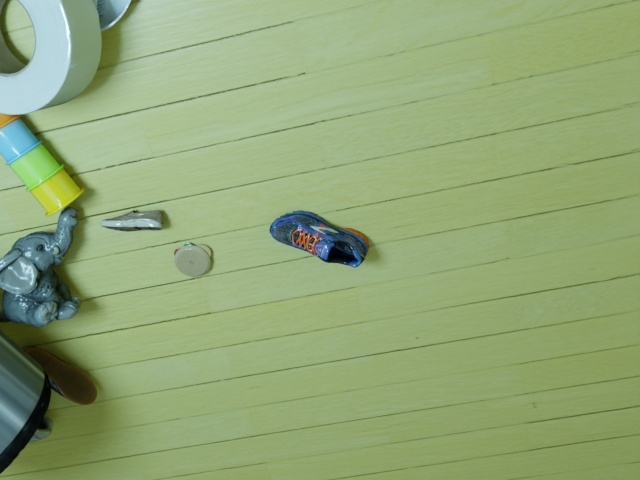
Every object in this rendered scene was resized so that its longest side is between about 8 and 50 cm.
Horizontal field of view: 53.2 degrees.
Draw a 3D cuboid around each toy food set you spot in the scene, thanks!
[{"bbox_3d":[-0.286,0.043,1.426,0.083,0.020,0.083,6,118,-2],"label":"toy food set"}]

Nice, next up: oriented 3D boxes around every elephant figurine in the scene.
[{"bbox_3d":[-0.618,0.055,1.384,0.169,0.186,0.239,11,115,45],"label":"elephant figurine"}]

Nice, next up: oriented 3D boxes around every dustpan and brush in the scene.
[{"bbox_3d":[-0.420,-0.411,1.164,0.147,0.060,0.211,14,120,-6],"label":"dustpan and brush"}]

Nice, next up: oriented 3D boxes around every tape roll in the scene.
[{"bbox_3d":[-0.539,-0.369,1.131,0.286,0.100,0.286,5,112,12],"label":"tape roll"}]

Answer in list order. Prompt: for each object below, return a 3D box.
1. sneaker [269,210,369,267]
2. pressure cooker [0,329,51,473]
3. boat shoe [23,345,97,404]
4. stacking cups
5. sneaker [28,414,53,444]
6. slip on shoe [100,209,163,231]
[{"bbox_3d":[0.000,0.000,1.360,0.221,0.087,0.083,13,117,-6],"label":"sneaker"},{"bbox_3d":[-0.813,0.284,1.264,0.376,0.369,0.420,-19,122,24],"label":"pressure cooker"},{"bbox_3d":[-0.640,0.329,1.565,0.207,0.073,0.073,45,148,-16],"label":"boat shoe"},{"bbox_3d":[-0.604,-0.198,1.262,0.096,0.096,0.316,-26,114,14],"label":"stacking cups"},{"bbox_3d":[-0.744,0.404,1.591,0.111,0.103,0.252,-13,123,2],"label":"sneaker"},{"bbox_3d":[-0.403,-0.044,1.373,0.136,0.051,0.041,-1,78,10],"label":"slip on shoe"}]
